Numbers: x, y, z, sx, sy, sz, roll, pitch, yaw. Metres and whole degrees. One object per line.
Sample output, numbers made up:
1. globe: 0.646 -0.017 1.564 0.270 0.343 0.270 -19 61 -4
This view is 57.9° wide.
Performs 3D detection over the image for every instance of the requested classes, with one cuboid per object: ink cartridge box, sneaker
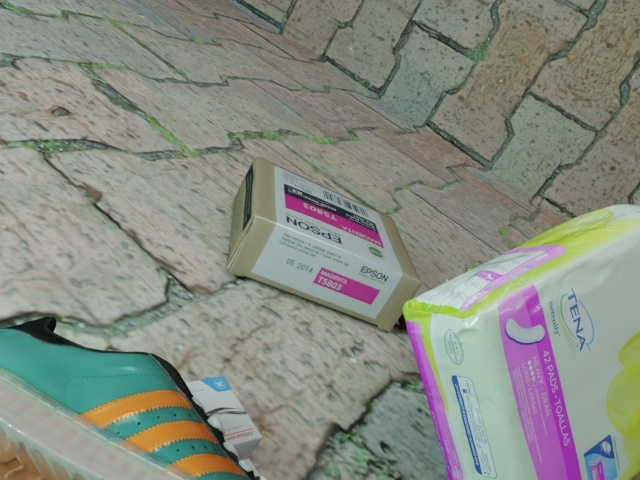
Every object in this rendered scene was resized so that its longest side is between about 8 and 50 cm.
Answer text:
1. ink cartridge box: 0.000 0.000 0.780 0.234 0.088 0.193 23 23 -18
2. sneaker: -0.098 0.139 0.363 0.302 0.108 0.121 31 28 5
3. ink cartridge box: -0.081 0.150 0.459 0.048 0.028 0.083 2 37 -47

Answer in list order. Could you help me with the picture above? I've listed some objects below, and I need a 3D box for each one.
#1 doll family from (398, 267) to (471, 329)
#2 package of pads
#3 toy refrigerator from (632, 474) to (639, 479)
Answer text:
1. doll family: 0.225 0.087 0.721 0.163 0.263 0.118 -21 84 -26
2. package of pads: 0.231 0.107 0.537 0.296 0.229 0.101 -20 9 -27
3. toy refrigerator: 0.323 0.241 0.663 0.269 0.094 0.102 36 24 12
